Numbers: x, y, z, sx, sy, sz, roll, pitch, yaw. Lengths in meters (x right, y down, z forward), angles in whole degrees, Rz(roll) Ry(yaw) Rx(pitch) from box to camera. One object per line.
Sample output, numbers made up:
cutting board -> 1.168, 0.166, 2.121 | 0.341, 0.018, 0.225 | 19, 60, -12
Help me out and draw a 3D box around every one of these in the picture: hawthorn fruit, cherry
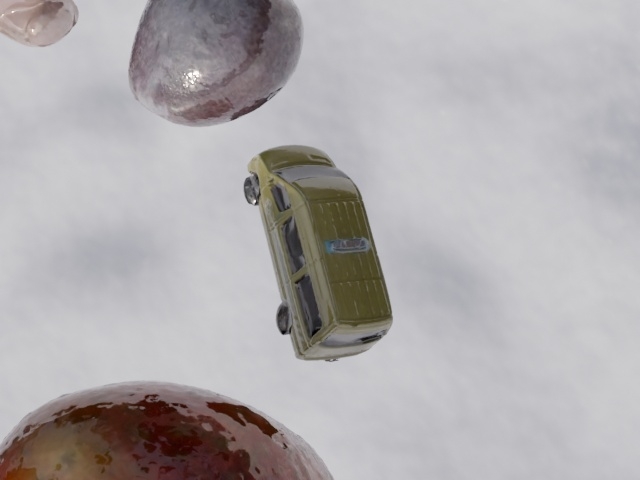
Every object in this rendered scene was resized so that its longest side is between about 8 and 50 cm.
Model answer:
hawthorn fruit -> -0.192, 0.328, 1.683 | 0.402, 0.403, 0.403 | -12, 59, 20
cherry -> -0.096, -0.184, 1.519 | 0.176, 0.140, 0.176 | -14, 69, 40

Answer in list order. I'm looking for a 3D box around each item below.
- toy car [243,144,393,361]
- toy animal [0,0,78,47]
toy car -> 0.000, 0.000, 1.811 | 0.124, 0.101, 0.257 | -43, 56, 55
toy animal -> -0.215, -0.158, 0.809 | 0.124, 0.212, 0.124 | 0, 90, 49
